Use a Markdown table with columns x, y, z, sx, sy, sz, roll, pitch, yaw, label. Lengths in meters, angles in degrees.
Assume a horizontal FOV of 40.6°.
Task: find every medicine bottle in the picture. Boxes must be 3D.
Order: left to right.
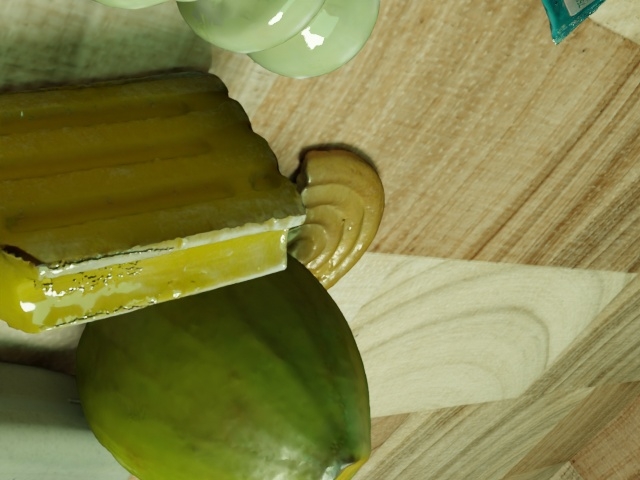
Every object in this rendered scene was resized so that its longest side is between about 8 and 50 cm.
| x | y | z | sx | sy | sz | roll | pitch | yaw | label |
| --- | --- | --- | --- | --- | --- | --- | --- | --- | --- |
| -0.359 | 0.263 | 0.788 | 0.375 | 0.123 | 0.282 | -44 | 149 | 14 | medicine bottle |

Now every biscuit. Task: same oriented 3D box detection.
| x | y | z | sx | sy | sz | roll | pitch | yaw | label |
| --- | --- | --- | --- | --- | --- | --- | --- | --- | --- |
| 0.001 | 0.001 | 0.875 | 0.144 | 0.033 | 0.224 | -7 | 139 | -37 | biscuit |

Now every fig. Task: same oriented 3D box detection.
| x | y | z | sx | sy | sz | roll | pitch | yaw | label |
| --- | --- | --- | --- | --- | --- | --- | --- | --- | --- |
| -0.071 | 0.122 | 0.740 | 0.239 | 0.271 | 0.239 | -27 | 132 | -33 | fig |

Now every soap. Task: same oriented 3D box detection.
| x | y | z | sx | sy | sz | roll | pitch | yaw | label |
| --- | --- | --- | --- | --- | --- | --- | --- | --- | --- |
| -0.158 | -0.029 | 0.567 | 0.257 | 0.160 | 0.080 | -13 | 143 | -31 | soap |

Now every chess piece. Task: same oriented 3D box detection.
| x | y | z | sx | sy | sz | roll | pitch | yaw | label |
| --- | --- | --- | --- | --- | --- | --- | --- | --- | --- |
| -0.047 | -0.176 | 0.516 | 0.144 | 0.144 | 0.251 | -46 | 152 | 16 | chess piece |

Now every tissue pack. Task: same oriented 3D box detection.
| x | y | z | sx | sy | sz | roll | pitch | yaw | label |
| --- | --- | --- | --- | --- | --- | --- | --- | --- | --- |
| 0.236 | -0.239 | 0.795 | 0.085 | 0.028 | 0.138 | -39 | 153 | 11 | tissue pack |
